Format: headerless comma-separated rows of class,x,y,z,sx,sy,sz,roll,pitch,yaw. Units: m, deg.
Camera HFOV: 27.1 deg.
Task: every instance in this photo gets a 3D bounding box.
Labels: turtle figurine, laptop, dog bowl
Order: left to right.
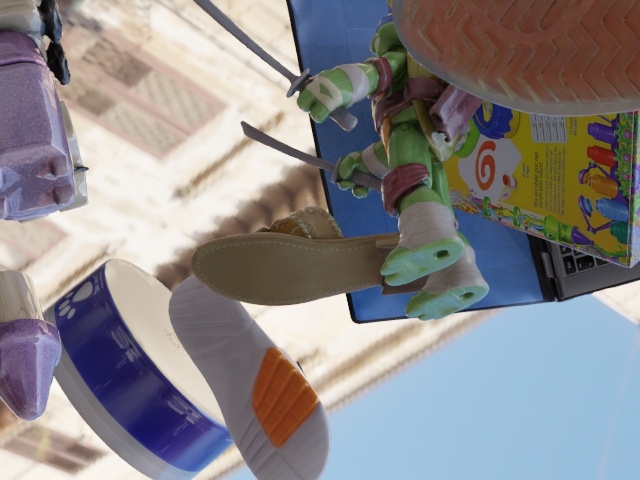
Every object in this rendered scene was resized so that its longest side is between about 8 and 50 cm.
dog bowl,-0.202,0.151,1.557,0.104,0.265,0.265,-40,-141,8
turtle figurine,0.029,-0.065,1.140,0.198,0.275,0.266,114,-33,-54
laptop,0.225,-0.137,1.417,0.408,0.236,0.382,-18,-104,27

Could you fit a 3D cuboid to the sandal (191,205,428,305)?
sandal,0.000,0.005,1.264,0.240,0.088,0.079,-1,-140,1

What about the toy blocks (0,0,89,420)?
toy blocks,-0.233,0.092,0.621,0.309,0.288,0.260,-15,-125,-13

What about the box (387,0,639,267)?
box,0.225,-0.172,1.278,0.279,0.290,0.177,22,-139,35

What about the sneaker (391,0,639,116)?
sneaker,0.200,-0.130,0.830,0.302,0.121,0.108,8,-79,15

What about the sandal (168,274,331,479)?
sandal,-0.064,0.147,1.406,0.102,0.076,0.265,-36,-112,8
